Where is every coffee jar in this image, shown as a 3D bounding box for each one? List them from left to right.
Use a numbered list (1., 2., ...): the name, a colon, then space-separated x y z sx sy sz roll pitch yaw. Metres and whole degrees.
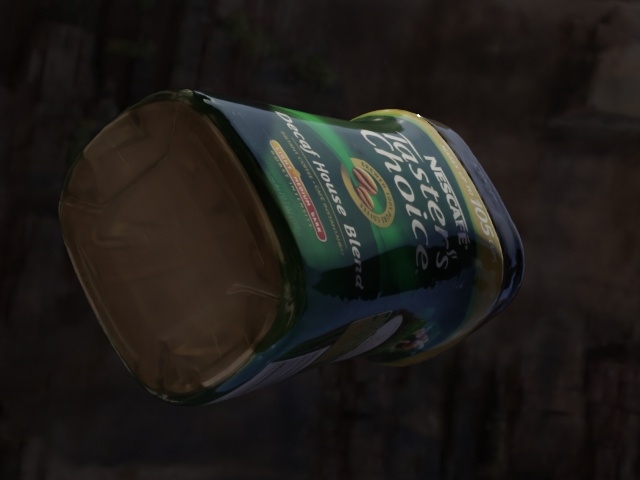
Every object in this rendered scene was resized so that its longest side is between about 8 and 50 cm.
1. coffee jar: 0.000 0.000 0.544 0.079 0.184 0.096 -36 -106 26
